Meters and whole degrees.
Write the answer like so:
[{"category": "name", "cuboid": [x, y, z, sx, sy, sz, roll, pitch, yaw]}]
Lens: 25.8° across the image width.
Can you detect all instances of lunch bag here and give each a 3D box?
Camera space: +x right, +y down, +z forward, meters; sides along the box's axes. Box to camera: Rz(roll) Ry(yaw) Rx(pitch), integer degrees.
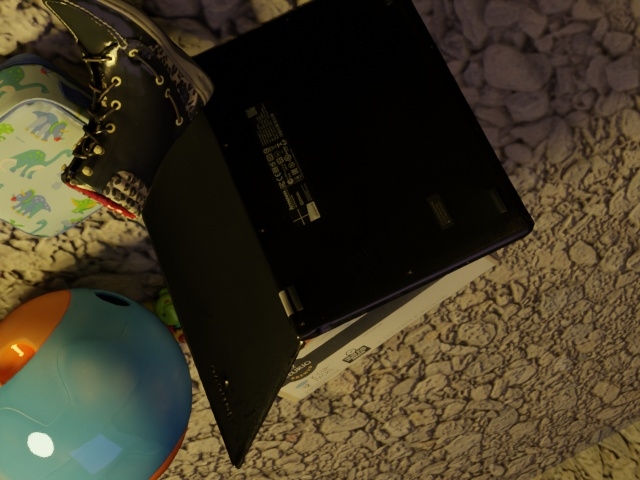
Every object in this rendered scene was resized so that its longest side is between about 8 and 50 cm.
[{"category": "lunch bag", "cuboid": [-0.308, -0.101, 1.532, 0.176, 0.090, 0.219, -34, 147, 16]}]

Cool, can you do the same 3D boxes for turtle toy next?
[{"category": "turtle toy", "cuboid": [-0.198, 0.104, 1.939, 0.095, 0.066, 0.130, -24, 149, 0]}]

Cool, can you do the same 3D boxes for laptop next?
[{"category": "laptop", "cuboid": [-0.010, -0.025, 1.567, 0.407, 0.382, 0.236, -26, 149, 2]}]

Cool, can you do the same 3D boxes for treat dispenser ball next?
[{"category": "treat dispenser ball", "cuboid": [-0.309, 0.204, 1.800, 0.288, 0.288, 0.288, -17, 148, -11]}]

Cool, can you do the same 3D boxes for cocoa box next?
[{"category": "cocoa box", "cuboid": [0.000, 0.000, 1.755, 0.347, 0.231, 0.228, -35, 146, 17]}]

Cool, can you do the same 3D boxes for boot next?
[{"category": "boot", "cuboid": [-0.222, -0.143, 1.432, 0.236, 0.085, 0.179, 39, 72, -46]}]
